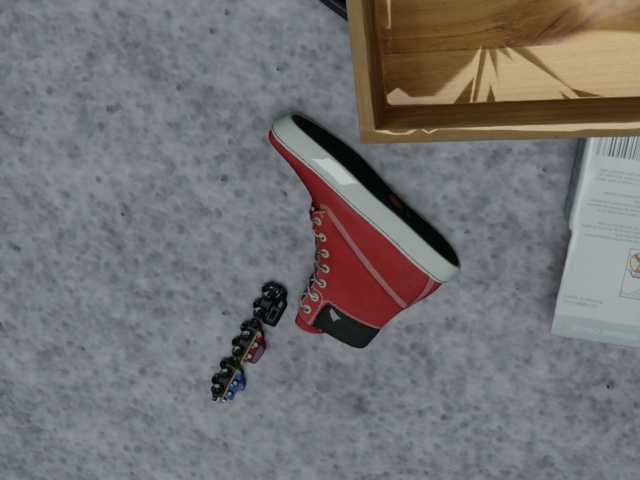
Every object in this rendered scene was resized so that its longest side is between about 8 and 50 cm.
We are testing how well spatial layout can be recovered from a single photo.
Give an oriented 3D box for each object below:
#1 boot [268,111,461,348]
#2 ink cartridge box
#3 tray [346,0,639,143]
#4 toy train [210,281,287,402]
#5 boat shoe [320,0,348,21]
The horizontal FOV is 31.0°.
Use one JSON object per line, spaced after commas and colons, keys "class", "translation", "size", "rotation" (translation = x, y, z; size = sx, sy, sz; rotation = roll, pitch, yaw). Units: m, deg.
{"class": "boot", "translation": [0.000, 0.000, 1.189], "size": [0.176, 0.088, 0.244], "rotation": [-41, 105, 19]}
{"class": "ink cartridge box", "translation": [0.383, -0.004, 1.158], "size": [0.275, 0.060, 0.239], "rotation": [8, 112, 2]}
{"class": "tray", "translation": [0.229, -0.189, 0.916], "size": [0.410, 0.076, 0.203], "rotation": [0, 116, 15]}
{"class": "toy train", "translation": [-0.078, 0.116, 1.270], "size": [0.036, 0.027, 0.158], "rotation": [24, 110, -14]}
{"class": "boat shoe", "translation": [0.003, -0.321, 1.034], "size": [0.500, 0.156, 0.187], "rotation": [39, 111, -7]}
